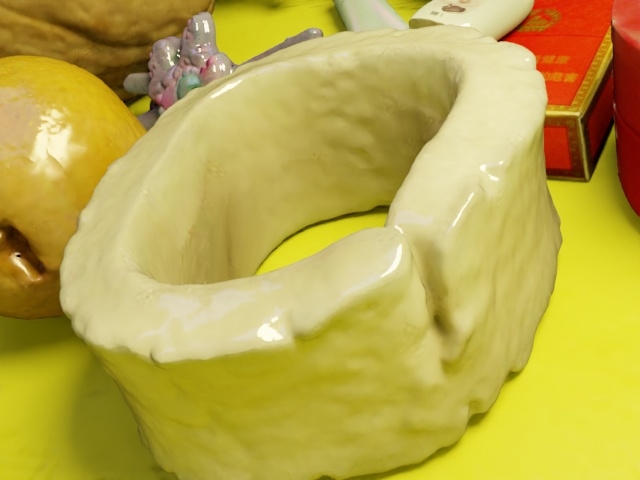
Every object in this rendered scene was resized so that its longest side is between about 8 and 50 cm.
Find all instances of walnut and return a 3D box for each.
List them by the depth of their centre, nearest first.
[{"bbox_3d":[-0.274,-0.281,0.941,0.313,0.277,0.252,-4,54,-41],"label":"walnut"}]

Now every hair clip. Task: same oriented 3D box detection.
[{"bbox_3d":[-0.088,-0.163,0.842,0.279,0.137,0.090,-5,4,18],"label":"hair clip"}]

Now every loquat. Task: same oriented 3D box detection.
[{"bbox_3d":[-0.221,-0.039,0.672,0.208,0.208,0.208,-13,38,10],"label":"loquat"}]

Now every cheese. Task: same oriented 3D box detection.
[{"bbox_3d":[0.002,-0.002,0.561,0.293,0.153,0.332,0,43,26],"label":"cheese"}]

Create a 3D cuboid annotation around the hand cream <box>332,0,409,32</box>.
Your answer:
[{"bbox_3d":[0.054,-0.240,0.923,0.078,0.049,0.204,-22,41,0],"label":"hand cream"}]

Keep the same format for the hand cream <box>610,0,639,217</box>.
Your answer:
[{"bbox_3d":[0.305,-0.098,0.547,0.230,0.149,0.230,-14,35,10],"label":"hand cream"}]

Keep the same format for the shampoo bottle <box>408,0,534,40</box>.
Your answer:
[{"bbox_3d":[0.152,-0.209,0.727,0.152,0.045,0.077,-36,38,-19],"label":"shampoo bottle"}]

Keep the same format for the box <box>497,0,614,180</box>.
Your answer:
[{"bbox_3d":[0.188,-0.153,0.736,0.153,0.074,0.239,4,44,35],"label":"box"}]
